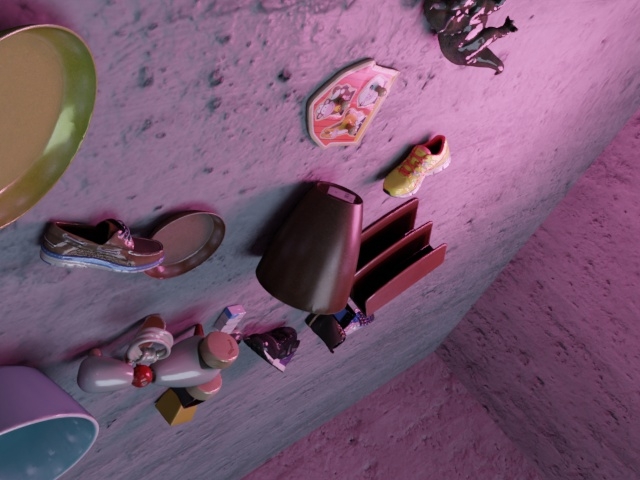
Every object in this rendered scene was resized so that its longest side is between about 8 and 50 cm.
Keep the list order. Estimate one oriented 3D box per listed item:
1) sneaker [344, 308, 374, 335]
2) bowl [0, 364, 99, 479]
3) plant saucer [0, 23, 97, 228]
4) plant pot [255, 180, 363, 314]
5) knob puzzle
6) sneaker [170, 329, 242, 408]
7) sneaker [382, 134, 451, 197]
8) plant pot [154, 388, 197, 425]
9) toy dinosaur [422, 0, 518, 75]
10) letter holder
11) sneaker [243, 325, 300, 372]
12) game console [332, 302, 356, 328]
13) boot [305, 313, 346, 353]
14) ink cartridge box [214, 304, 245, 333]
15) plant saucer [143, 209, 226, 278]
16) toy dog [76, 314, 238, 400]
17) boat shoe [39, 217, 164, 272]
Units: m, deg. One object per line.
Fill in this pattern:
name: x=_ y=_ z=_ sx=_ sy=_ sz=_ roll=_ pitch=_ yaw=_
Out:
sneaker: x=0.110 y=0.308 z=1.913 sx=0.190 sy=0.071 sz=0.083 roll=-19 pitch=155 yaw=-22
bowl: x=-0.566 y=0.332 z=0.888 sx=0.311 sy=0.163 sz=0.312 roll=-32 pitch=154 yaw=-17
plant saucer: x=-0.321 y=-0.113 z=0.531 sx=0.241 sy=0.037 sz=0.241 roll=-61 pitch=180 yaw=0
plant pot: x=0.000 y=0.000 z=1.107 sx=0.215 sy=0.215 sz=0.231 roll=-6 pitch=125 yaw=-50
knob puzzle: x=0.051 y=-0.240 z=0.951 sx=0.213 sy=0.030 sz=0.213 roll=-31 pitch=154 yaw=-17
sneaker: x=-0.278 y=0.329 z=1.335 sx=0.222 sy=0.118 sz=0.083 roll=-32 pitch=154 yaw=-16
sneaker: x=0.227 y=-0.184 z=1.244 sx=0.208 sy=0.081 sz=0.094 roll=-39 pitch=149 yaw=-18
plant pot: x=-0.385 y=0.441 z=1.426 sx=0.083 sy=0.081 sz=0.081 roll=-58 pitch=151 yaw=12
toy dinosaur: x=0.267 y=-0.390 z=0.937 sx=0.160 sy=0.121 sz=0.313 roll=-31 pitch=161 yaw=10
letter holder: x=0.204 y=0.044 z=1.494 sx=0.301 sy=0.152 sz=0.214 roll=-33 pitch=153 yaw=-13
sneaker: x=-0.133 y=0.294 z=1.533 sx=0.124 sy=0.107 sz=0.283 roll=-50 pitch=161 yaw=-12
game console: x=0.042 y=0.193 z=1.548 sx=0.071 sy=0.122 sz=0.107 roll=-8 pitch=141 yaw=-47
boot: x=0.061 y=0.243 z=1.640 sx=0.198 sy=0.137 sz=0.077 roll=-50 pitch=154 yaw=19
ink cartridge box: x=-0.228 y=0.199 z=1.294 sx=0.048 sy=0.028 sz=0.083 roll=-1 pitch=135 yaw=-53
plant saucer: x=-0.250 y=0.003 z=0.939 sx=0.168 sy=0.029 sz=0.168 roll=-32 pitch=154 yaw=-18
toy dog: x=-0.337 y=0.239 z=1.122 sx=0.220 sy=0.161 sz=0.333 roll=-42 pitch=140 yaw=12
boat shoe: x=-0.318 y=0.006 z=0.788 sx=0.183 sy=0.066 sz=0.066 roll=1 pitch=125 yaw=-43
